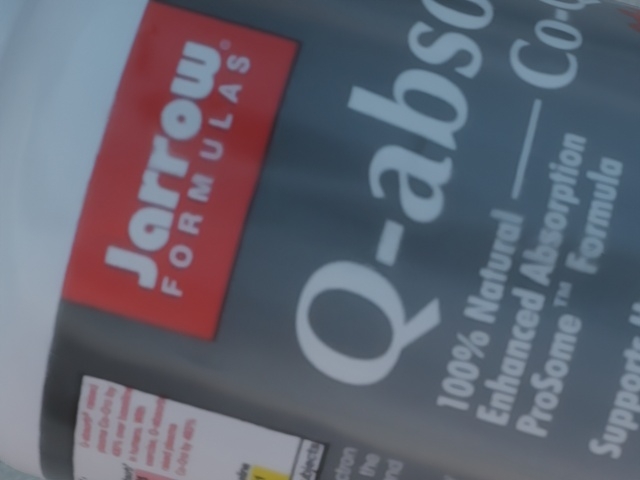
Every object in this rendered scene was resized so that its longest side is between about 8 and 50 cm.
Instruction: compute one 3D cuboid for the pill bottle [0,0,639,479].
[{"bbox_3d":[0.000,0.000,0.561,0.363,0.210,0.210,16,73,1],"label":"pill bottle"}]
